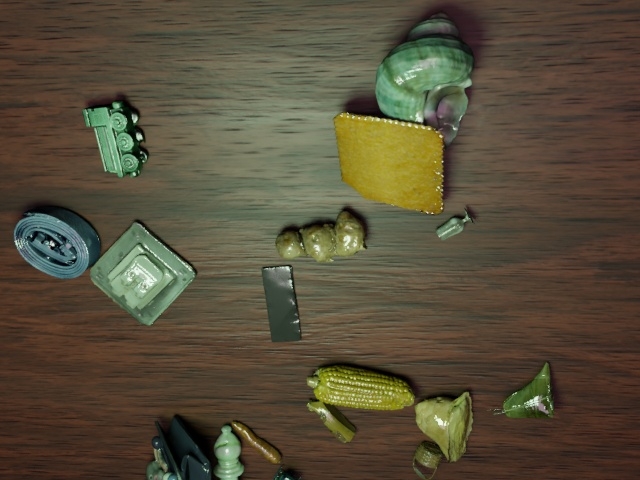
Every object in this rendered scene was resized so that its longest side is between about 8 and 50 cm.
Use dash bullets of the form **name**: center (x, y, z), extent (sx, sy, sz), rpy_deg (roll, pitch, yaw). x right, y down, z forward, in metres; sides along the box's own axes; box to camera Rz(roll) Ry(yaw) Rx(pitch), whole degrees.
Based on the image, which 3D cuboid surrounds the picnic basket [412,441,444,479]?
- **picnic basket**: center (0.264, 0.551, 1.711), extent (0.072, 0.072, 0.083), rpy_deg (20, 102, -2)

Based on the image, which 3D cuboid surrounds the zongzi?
- **zongzi**: center (0.475, 0.358, 1.640), extent (0.154, 0.062, 0.130), rpy_deg (-6, 89, 25)

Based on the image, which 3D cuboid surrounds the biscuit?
- **biscuit**: center (0.143, -0.157, 1.421), extent (0.237, 0.013, 0.232), rpy_deg (14, 140, 23)

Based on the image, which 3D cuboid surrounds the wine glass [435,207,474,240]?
- **wine glass**: center (0.293, -0.034, 1.510), extent (0.083, 0.039, 0.042), rpy_deg (-31, 109, 20)

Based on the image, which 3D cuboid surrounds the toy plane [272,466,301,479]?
- **toy plane**: center (-0.112, 0.667, 1.782), extent (0.060, 0.096, 0.235), rpy_deg (28, 128, -2)

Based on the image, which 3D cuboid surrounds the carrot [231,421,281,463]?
- **carrot**: center (-0.166, 0.517, 1.763), extent (0.165, 0.035, 0.035), rpy_deg (40, 109, -7)

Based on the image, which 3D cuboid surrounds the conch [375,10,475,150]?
- **conch**: center (0.213, -0.317, 1.350), extent (0.220, 0.195, 0.277), rpy_deg (8, 89, -30)

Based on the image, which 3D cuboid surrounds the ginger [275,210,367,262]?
- **ginger**: center (0.000, 0.000, 1.530), extent (0.204, 0.080, 0.104), rpy_deg (-14, 94, 8)

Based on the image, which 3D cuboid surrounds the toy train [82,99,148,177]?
- **toy train**: center (-0.445, -0.220, 1.503), extent (0.111, 0.071, 0.170), rpy_deg (-2, 111, 16)

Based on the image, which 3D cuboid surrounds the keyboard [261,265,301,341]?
- **keyboard**: center (-0.092, 0.153, 1.631), extent (0.074, 0.015, 0.196), rpy_deg (-3, 110, 11)

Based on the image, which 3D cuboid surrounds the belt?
- **belt**: center (-0.610, 0.002, 1.591), extent (0.190, 0.082, 0.141), rpy_deg (29, 108, -2)

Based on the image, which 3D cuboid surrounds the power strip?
- **power strip**: center (-0.428, 0.089, 1.615), extent (0.198, 0.064, 0.213), rpy_deg (41, 109, -10)

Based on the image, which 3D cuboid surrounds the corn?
- **corn**: center (0.096, 0.356, 1.644), extent (0.262, 0.097, 0.097), rpy_deg (9, 111, 1)

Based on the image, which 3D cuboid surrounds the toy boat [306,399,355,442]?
- **toy boat**: center (0.025, 0.447, 1.708), extent (0.049, 0.047, 0.149), rpy_deg (-41, 102, 18)

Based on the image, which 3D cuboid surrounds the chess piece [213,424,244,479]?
- **chess piece**: center (-0.236, 0.606, 1.765), extent (0.139, 0.139, 0.271), rpy_deg (-1, 100, 6)

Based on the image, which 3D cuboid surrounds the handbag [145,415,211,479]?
- **handbag**: center (-0.361, 0.629, 1.727), extent (0.118, 0.269, 0.325), rpy_deg (-9, 113, -28)

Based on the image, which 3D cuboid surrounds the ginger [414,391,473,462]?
- **ginger**: center (0.296, 0.459, 1.670), extent (0.123, 0.115, 0.193), rpy_deg (6, 120, 27)
